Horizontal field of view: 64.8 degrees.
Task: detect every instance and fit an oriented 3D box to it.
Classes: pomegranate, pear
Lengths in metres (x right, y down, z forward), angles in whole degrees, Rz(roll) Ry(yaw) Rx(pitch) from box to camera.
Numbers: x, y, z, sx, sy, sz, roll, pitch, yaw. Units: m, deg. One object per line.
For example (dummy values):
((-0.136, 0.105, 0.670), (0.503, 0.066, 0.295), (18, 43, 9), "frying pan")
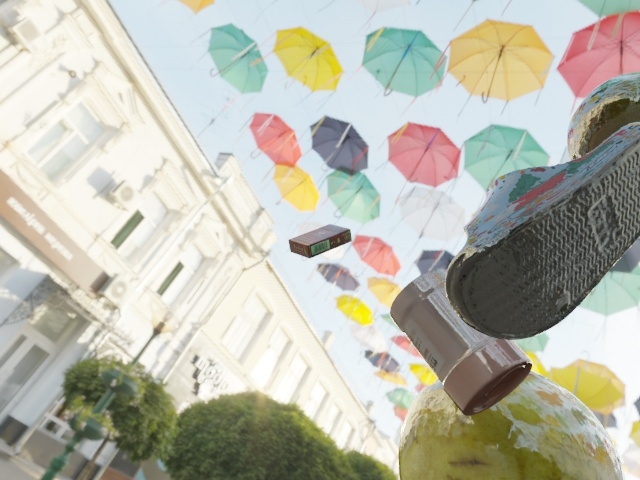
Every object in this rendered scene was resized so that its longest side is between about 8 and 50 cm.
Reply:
((0.418, -0.131, 0.619), (0.210, 0.180, 0.180), (-28, -52, 7), "pomegranate")
((0.255, 0.319, 0.721), (0.304, 0.304, 0.304), (23, -31, 14), "pear")

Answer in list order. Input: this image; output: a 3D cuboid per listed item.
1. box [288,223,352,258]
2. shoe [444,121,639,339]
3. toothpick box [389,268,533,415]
((0.000, 0.000, 0.757), (0.051, 0.082, 0.023), (18, -57, 51), "box")
((0.191, -0.014, 0.430), (0.108, 0.241, 0.093), (61, -14, -26), "shoe")
((0.164, 0.118, 0.607), (0.149, 0.098, 0.098), (54, -13, 38), "toothpick box")
